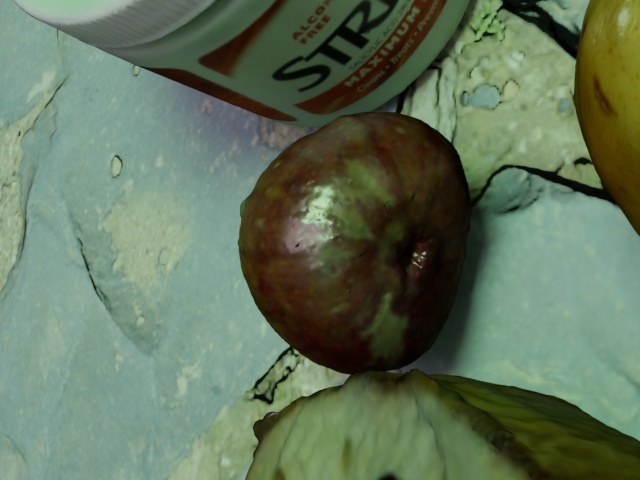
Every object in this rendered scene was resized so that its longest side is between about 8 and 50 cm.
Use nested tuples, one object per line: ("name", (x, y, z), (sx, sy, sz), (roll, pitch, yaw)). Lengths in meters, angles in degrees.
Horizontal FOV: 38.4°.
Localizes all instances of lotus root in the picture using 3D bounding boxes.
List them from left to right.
("lotus root", (0.024, 0.243, 0.398), (0.391, 0.111, 0.375), (-61, 24, 23))

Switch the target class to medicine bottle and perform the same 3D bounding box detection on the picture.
("medicine bottle", (-0.050, -0.222, 0.608), (0.252, 0.240, 0.253), (-8, 76, 36))

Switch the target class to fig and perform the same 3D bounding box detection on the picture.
("fig", (0.017, 0.002, 0.607), (0.143, 0.231, 0.160), (9, 87, -6))

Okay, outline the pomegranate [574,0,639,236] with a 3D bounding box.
("pomegranate", (0.219, -0.074, 0.397), (0.233, 0.233, 0.233), (-8, 76, 35))
